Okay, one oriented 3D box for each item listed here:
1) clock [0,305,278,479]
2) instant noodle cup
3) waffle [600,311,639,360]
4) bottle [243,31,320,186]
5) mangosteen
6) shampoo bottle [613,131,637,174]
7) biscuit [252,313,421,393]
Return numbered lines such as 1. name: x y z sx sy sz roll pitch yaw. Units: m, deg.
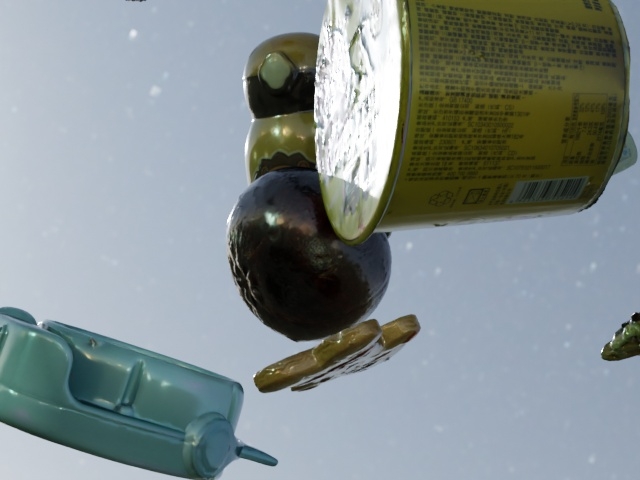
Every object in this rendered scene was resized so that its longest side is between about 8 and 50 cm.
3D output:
1. clock: -0.170 0.133 1.205 0.274 0.094 0.223 20 -5 -29
2. instant noodle cup: 0.152 -0.152 1.443 0.254 0.326 0.325 1 -18 -14
3. waffle: 0.518 0.108 1.992 0.207 0.054 0.214 -9 -23 -27
4. bottle: -0.021 -0.100 1.863 0.171 0.351 0.171 -9 3 0
5. mangosteen: -0.004 0.011 1.654 0.216 0.216 0.216 20 -22 8
6. shampoo bottle: 0.407 -0.113 2.139 0.041 0.190 0.069 -1 -67 56
7. biscuit: 0.029 0.116 1.420 0.153 0.030 0.234 -25 -11 13
